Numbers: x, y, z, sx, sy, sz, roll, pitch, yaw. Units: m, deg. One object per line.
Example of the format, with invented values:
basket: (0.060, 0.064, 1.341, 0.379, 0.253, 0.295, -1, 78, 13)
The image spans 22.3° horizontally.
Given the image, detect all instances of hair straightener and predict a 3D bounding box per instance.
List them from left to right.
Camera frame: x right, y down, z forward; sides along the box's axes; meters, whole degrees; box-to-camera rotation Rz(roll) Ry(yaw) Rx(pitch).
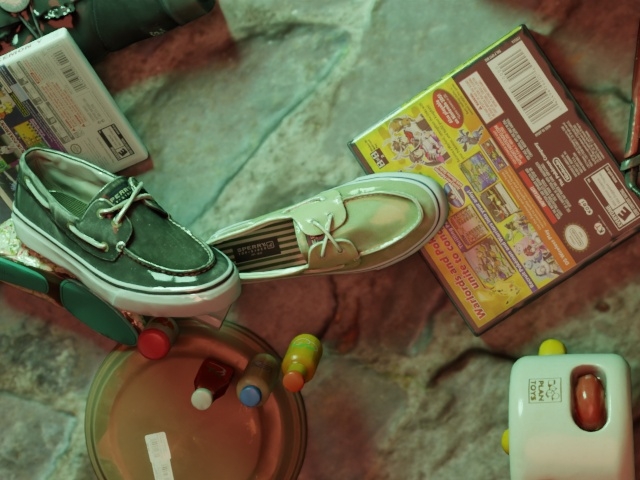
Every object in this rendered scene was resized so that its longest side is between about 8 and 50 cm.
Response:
hair straightener: (0.393, -0.149, 1.831, 0.089, 0.047, 0.230, 8, 84, -5)

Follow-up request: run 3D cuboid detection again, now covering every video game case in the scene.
video game case: (-0.330, -0.136, 1.912, 0.183, 0.023, 0.201, -23, 130, 10)
video game case: (0.208, -0.069, 1.882, 0.248, 0.035, 0.275, -34, 88, 9)

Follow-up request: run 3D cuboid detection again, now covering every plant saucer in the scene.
plant saucer: (-0.155, 0.229, 1.954, 0.278, 0.041, 0.277, 1, 94, 9)

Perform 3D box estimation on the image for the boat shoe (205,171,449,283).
boat shoe: (0.000, 0.000, 1.869, 0.302, 0.094, 0.109, -17, 95, 19)

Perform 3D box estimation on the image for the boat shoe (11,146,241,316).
boat shoe: (-0.234, -0.014, 1.836, 0.335, 0.121, 0.119, 21, 130, 31)

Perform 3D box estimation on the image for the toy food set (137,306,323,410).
toy food set: (-0.123, 0.125, 1.857, 0.232, 0.104, 0.111, 26, 109, -1)

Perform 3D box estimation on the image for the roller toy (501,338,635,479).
roller toy: (0.274, 0.220, 1.805, 0.146, 0.191, 0.209, -2, 93, 10)

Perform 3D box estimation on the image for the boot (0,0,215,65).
boot: (-0.397, -0.339, 1.924, 0.445, 0.146, 0.367, -23, 87, 14)

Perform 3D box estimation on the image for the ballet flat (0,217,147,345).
ballet flat: (-0.302, 0.041, 1.950, 0.241, 0.091, 0.077, 27, 53, 5)
